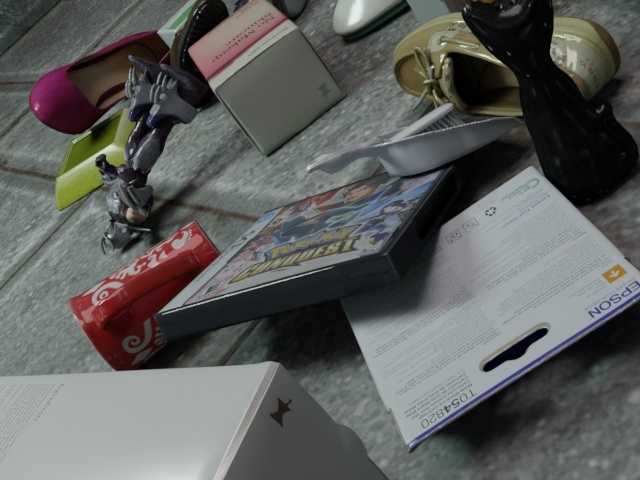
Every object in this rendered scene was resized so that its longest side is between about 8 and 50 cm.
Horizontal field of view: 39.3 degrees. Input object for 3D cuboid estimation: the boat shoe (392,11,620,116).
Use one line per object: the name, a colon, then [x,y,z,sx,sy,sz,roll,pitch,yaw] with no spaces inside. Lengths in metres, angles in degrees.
boat shoe: [0.175,-0.183,0.969,0.285,0.104,0.089,7,50,50]

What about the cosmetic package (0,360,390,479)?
cosmetic package: [-0.138,0.210,0.696,0.365,0.197,0.155,-10,41,42]

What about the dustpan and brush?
dustpan and brush: [0.081,-0.097,0.913,0.211,0.060,0.147,-31,16,-20]

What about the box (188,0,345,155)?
box: [-0.086,-0.247,1.310,0.148,0.127,0.232,-37,30,1]

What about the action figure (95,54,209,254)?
action figure: [-0.264,-0.114,1.288,0.185,0.099,0.285,22,93,54]

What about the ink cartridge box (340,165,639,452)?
ink cartridge box: [0.138,0.056,0.748,0.223,0.045,0.224,-34,30,7]

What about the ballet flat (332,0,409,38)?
ballet flat: [0.159,-0.466,1.337,0.400,0.139,0.139,-35,31,8]

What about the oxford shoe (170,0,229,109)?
oxford shoe: [-0.207,-0.318,1.447,0.082,0.227,0.096,-13,63,-29]

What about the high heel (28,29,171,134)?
high heel: [-0.391,-0.315,1.653,0.181,0.127,0.377,-35,13,24]

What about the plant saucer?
plant saucer: [-0.398,-0.160,1.608,0.188,0.045,0.188,-29,32,17]

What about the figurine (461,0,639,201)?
figurine: [0.253,-0.164,0.757,0.215,0.209,0.092,-28,32,18]

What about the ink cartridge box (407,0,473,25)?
ink cartridge box: [0.199,-0.382,1.161,0.208,0.153,0.087,-47,32,-11]

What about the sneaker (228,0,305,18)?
sneaker: [-0.131,-0.396,1.577,0.153,0.101,0.269,-7,45,38]

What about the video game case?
video game case: [0.000,0.000,0.907,0.275,0.035,0.248,-17,18,33]

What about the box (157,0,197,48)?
box: [-0.222,-0.380,1.655,0.101,0.102,0.087,-50,30,-16]

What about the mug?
mug: [-0.180,0.067,1.013,0.169,0.113,0.150,-36,19,-5]

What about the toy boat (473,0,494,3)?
toy boat: [0.306,-0.365,1.029,0.318,0.148,0.267,-26,33,20]
